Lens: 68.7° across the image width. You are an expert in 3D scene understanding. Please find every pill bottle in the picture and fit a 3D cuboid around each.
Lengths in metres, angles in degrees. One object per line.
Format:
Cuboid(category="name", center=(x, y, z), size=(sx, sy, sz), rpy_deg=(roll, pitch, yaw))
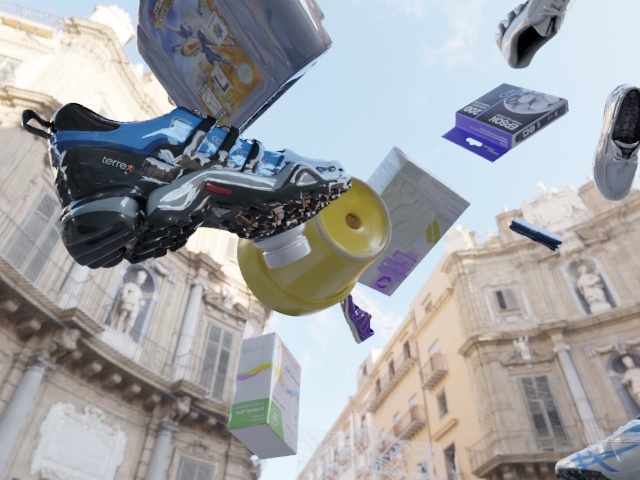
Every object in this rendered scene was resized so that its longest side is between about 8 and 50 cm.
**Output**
Cuboid(category="pill bottle", center=(-0.068, -0.036, 0.648), size=(0.078, 0.078, 0.137), rpy_deg=(-20, -83, 20))

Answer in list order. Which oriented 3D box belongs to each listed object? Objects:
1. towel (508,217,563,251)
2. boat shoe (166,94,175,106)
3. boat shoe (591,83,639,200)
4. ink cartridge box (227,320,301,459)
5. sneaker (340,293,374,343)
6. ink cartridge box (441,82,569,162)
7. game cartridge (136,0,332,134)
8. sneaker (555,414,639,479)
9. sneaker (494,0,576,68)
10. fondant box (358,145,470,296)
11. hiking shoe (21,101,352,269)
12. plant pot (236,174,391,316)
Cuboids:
Cuboid(category="towel", center=(0.502, -0.016, 1.095), size=(0.119, 0.067, 0.029), rpy_deg=(28, -66, 22))
Cuboid(category="boat shoe", center=(-0.212, -0.336, 1.069), size=(0.135, 0.367, 0.157), rpy_deg=(24, -65, 14))
Cuboid(category="boat shoe", center=(0.479, -0.151, 0.740), size=(0.066, 0.063, 0.184), rpy_deg=(9, -72, 16))
Cuboid(category="ink cartridge box", center=(-0.147, 0.415, 1.365), size=(0.119, 0.354, 0.207), rpy_deg=(-15, -49, 14))
Cuboid(category="sneaker", center=(0.098, 0.196, 1.239), size=(0.071, 0.068, 0.170), rpy_deg=(-24, -57, 1))
Cuboid(category="ink cartridge box", center=(0.415, -0.282, 1.089), size=(0.208, 0.206, 0.045), rpy_deg=(-34, -54, -4))
Cuboid(category="game cartridge", center=(-0.124, -0.233, 0.545), size=(0.198, 0.062, 0.297), rpy_deg=(52, -31, -12))
Cuboid(category="sneaker", center=(0.456, 0.311, 0.688), size=(0.085, 0.086, 0.237), rpy_deg=(36, -50, -13))
Cuboid(category="sneaker", center=(0.431, -0.448, 0.855), size=(0.109, 0.118, 0.292), rpy_deg=(19, -39, -3))
Cuboid(category="fondant box", center=(0.182, -0.036, 1.189), size=(0.238, 0.096, 0.330), rpy_deg=(26, -68, -31))
Cuboid(category="hiking shoe", center=(-0.088, -0.072, 0.439), size=(0.303, 0.132, 0.113), rpy_deg=(-11, -16, -47))
Cuboid(category="plant pot", center=(0.000, 0.000, 0.894), size=(0.253, 0.254, 0.239), rpy_deg=(24, -30, -22))
